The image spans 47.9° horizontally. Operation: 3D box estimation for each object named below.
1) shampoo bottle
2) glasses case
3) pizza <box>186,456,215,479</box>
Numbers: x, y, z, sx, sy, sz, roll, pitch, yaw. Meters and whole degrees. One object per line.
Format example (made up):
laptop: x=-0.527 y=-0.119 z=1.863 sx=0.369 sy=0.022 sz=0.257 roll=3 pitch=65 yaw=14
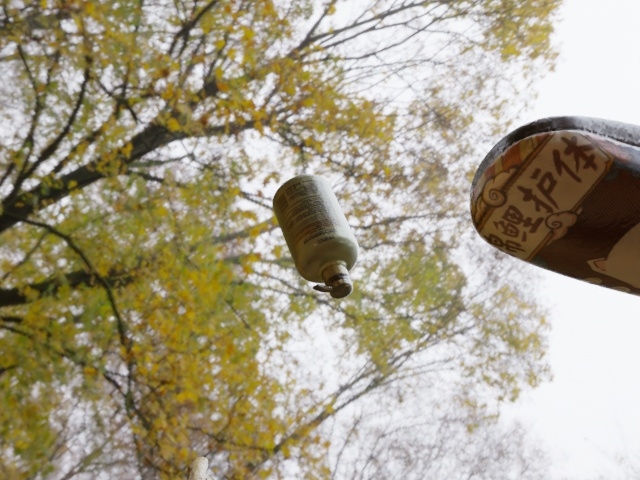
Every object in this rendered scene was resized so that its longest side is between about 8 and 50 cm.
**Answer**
shampoo bottle: x=0.000 y=0.000 z=0.856 sx=0.162 sy=0.079 sz=0.079 roll=66 pitch=-33 yaw=36
glasses case: x=0.268 y=-0.011 z=0.537 sx=0.321 sy=0.082 sz=0.122 roll=13 pitch=-35 yaw=-10
pizza: x=-0.102 y=0.276 z=0.695 sx=0.036 sy=0.160 sz=0.099 roll=-26 pitch=-69 yaw=1
